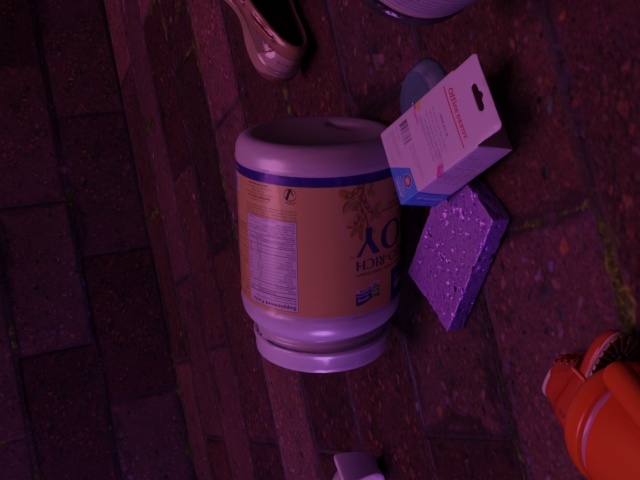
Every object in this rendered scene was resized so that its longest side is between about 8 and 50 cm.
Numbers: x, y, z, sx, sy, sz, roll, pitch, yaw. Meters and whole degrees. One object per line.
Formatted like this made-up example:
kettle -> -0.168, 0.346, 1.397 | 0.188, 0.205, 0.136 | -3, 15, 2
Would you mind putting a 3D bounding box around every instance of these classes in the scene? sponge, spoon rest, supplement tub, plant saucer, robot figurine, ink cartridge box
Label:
sponge -> 0.176, 0.009, 1.102 | 0.210, 0.031, 0.117 | 104, 148, -43
spoon rest -> 0.065, 0.443, 1.504 | 0.276, 0.084, 0.137 | 91, 160, -57
supplement tub -> 0.000, 0.000, 1.244 | 0.241, 0.241, 0.331 | -143, 48, -59
plant saucer -> 0.136, -0.183, 1.132 | 0.119, 0.021, 0.119 | 171, 90, -67
robot figurine -> 0.305, 0.184, 0.743 | 0.219, 0.158, 0.128 | 33, 107, 61
ink cartridge box -> 0.159, -0.127, 1.008 | 0.181, 0.061, 0.104 | -38, 58, 47

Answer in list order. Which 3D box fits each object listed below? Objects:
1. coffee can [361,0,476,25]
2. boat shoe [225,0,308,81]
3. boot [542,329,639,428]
coffee can -> 0.150, -0.340, 0.803 | 0.275, 0.201, 0.202 | 175, 86, -67
boat shoe -> -0.107, -0.451, 1.493 | 0.341, 0.121, 0.110 | 64, 150, 12
boot -> 0.276, 0.137, 0.888 | 0.085, 0.059, 0.158 | -116, 26, -44
